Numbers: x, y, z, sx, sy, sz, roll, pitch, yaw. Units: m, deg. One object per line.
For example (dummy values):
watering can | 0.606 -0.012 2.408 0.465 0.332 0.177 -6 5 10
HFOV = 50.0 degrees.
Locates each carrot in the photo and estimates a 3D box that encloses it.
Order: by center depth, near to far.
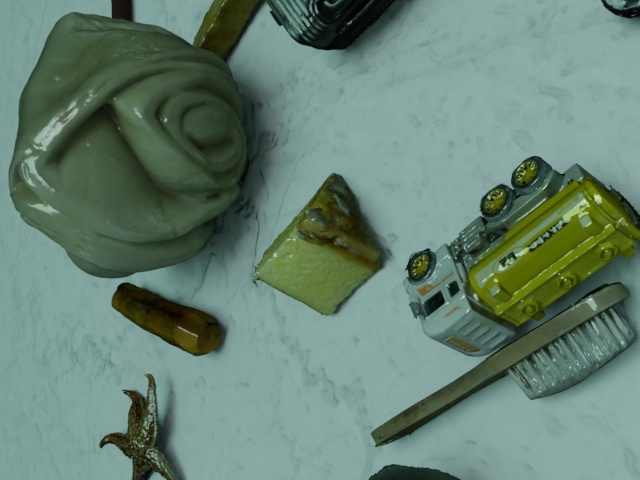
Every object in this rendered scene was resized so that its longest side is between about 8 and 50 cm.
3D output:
carrot | -0.252 0.120 1.093 0.260 0.070 0.070 15 94 46

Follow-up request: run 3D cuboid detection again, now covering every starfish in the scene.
starfish | -0.280 0.330 1.095 0.238 0.057 0.213 39 118 40

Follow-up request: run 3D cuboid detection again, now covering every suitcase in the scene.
suitcase | -0.016 -0.407 0.858 0.202 0.128 0.312 -40 78 31

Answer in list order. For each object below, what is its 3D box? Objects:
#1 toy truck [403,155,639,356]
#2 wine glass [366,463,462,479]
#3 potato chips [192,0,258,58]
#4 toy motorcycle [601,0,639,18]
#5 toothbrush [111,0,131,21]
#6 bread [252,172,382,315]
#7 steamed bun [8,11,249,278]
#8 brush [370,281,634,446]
toy truck | 0.186 0.020 0.653 0.227 0.098 0.114 -44 34 30
wine glass | 0.018 0.436 0.679 0.406 0.267 0.267 -51 54 30
potato chips | -0.104 -0.377 1.029 0.407 0.057 0.080 -45 53 29
toy motorcycle | 0.341 -0.276 0.586 0.213 0.082 0.122 -10 78 40
toothbrush | -0.369 -0.317 1.280 0.041 0.041 0.363 -17 73 40
bread | 0.000 0.000 0.879 0.147 0.127 0.152 -47 22 30
steamed bun | -0.233 -0.131 0.959 0.255 0.342 0.367 2 78 18
brush | 0.177 0.150 0.696 0.327 0.070 0.065 -41 69 33
